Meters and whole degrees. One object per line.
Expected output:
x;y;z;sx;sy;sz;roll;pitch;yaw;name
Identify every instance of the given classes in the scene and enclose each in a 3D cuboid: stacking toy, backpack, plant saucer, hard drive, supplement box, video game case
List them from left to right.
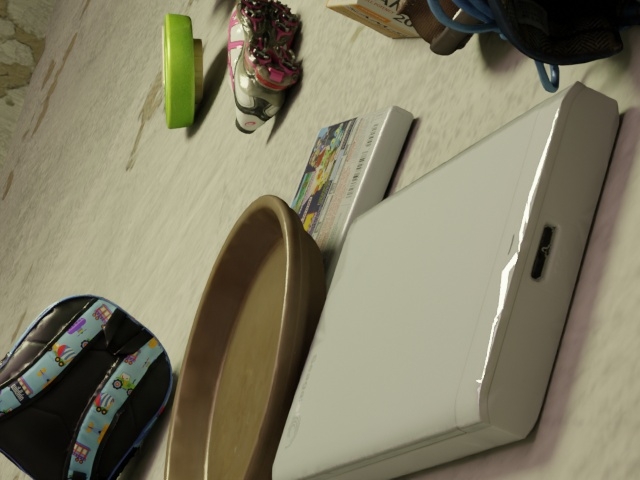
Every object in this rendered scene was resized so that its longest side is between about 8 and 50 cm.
-0.221;0.139;1.822;0.173;0.158;0.117;-53;-3;0;backpack
-0.117;-0.281;2.278;0.309;0.130;0.280;-109;19;-72;stacking toy
-0.056;0.104;1.445;0.278;0.041;0.278;-165;90;-73;plant saucer
0.000;0.000;1.512;0.201;0.023;0.183;-70;15;-9;video game case
0.048;-0.187;1.550;0.036;0.062;0.098;-66;14;-1;supplement box
0.067;0.042;1.186;0.307;0.040;0.203;-31;38;64;hard drive

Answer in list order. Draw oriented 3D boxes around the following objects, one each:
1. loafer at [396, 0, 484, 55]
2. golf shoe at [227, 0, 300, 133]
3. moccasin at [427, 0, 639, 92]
0.096;-0.286;1.403;0.134;0.130;0.366;-49;23;49;loafer
-0.065;-0.177;1.914;0.086;0.067;0.186;-59;17;30;golf shoe
0.126;-0.157;1.100;0.342;0.137;0.117;179;110;-75;moccasin
